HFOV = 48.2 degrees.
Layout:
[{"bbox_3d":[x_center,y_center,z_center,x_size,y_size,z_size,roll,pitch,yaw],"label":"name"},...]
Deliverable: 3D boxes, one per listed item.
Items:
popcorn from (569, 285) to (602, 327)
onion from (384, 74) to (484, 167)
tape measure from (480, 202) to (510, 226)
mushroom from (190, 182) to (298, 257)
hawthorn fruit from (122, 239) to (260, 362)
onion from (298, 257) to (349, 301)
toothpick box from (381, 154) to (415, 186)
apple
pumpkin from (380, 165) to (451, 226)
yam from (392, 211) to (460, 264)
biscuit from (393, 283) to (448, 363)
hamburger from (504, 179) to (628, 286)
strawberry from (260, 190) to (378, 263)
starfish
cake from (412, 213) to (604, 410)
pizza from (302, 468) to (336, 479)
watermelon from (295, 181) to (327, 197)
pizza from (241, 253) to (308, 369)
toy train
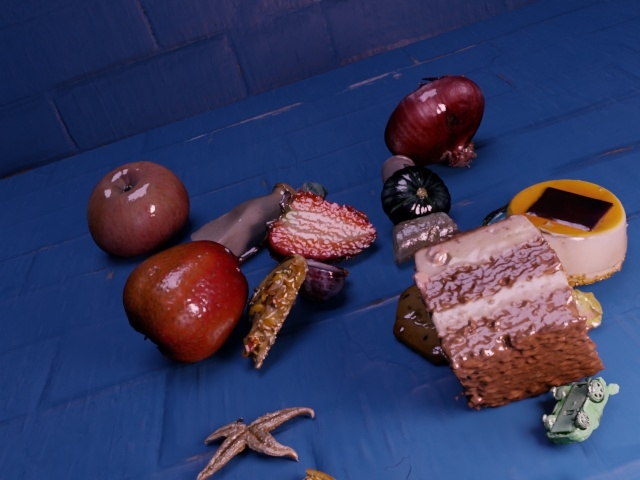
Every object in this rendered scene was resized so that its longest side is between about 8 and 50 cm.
[{"bbox_3d":[0.526,0.139,1.479,0.109,0.089,0.097,12,5,29],"label":"popcorn"},{"bbox_3d":[0.375,-0.344,2.227,0.347,0.347,0.285,-28,74,-17],"label":"onion"},{"bbox_3d":[0.473,-0.050,1.812,0.146,0.081,0.125,-26,8,40],"label":"tape measure"},{"bbox_3d":[-0.230,-0.038,2.170,0.407,0.137,0.154,-35,21,-32],"label":"mushroom"},{"bbox_3d":[-0.293,0.126,1.763,0.369,0.285,0.284,-35,32,-18],"label":"hawthorn fruit"},{"bbox_3d":[-0.007,0.105,1.834,0.151,0.098,0.206,10,4,-25],"label":"onion"},{"bbox_3d":[0.243,-0.171,2.146,0.111,0.111,0.181,-14,30,8],"label":"toothpick box"},{"bbox_3d":[-0.610,-0.111,2.376,0.344,0.269,0.345,-13,30,8],"label":"apple"},{"bbox_3d":[0.263,-0.115,1.975,0.194,0.194,0.150,-21,10,-5],"label":"pumpkin"},{"bbox_3d":[0.268,-0.012,1.873,0.183,0.107,0.107,-18,29,-2],"label":"yam"},{"bbox_3d":[0.331,0.150,1.611,0.359,0.046,0.359,-15,29,9],"label":"biscuit"},{"bbox_3d":[0.546,-0.009,1.609,0.276,0.179,0.294,16,41,33],"label":"hamburger"},{"bbox_3d":[0.000,0.000,2.010,0.306,0.138,0.233,21,62,14],"label":"strawberry"},{"bbox_3d":[-0.132,0.402,1.442,0.247,0.050,0.138,-19,30,5],"label":"starfish"},{"bbox_3d":[0.346,0.132,1.343,0.282,0.256,0.290,-21,51,12],"label":"cake"},{"bbox_3d":[0.001,0.465,1.266,0.099,0.036,0.160,-30,31,-20],"label":"pizza"},{"bbox_3d":[-0.040,-0.141,2.328,0.094,0.081,0.180,-37,17,20],"label":"watermelon"},{"bbox_3d":[-0.141,0.171,1.759,0.288,0.074,0.251,-64,14,-16],"label":"pizza"},{"bbox_3d":[0.456,0.296,1.252,0.099,0.081,0.149,-34,18,55],"label":"toy train"}]
